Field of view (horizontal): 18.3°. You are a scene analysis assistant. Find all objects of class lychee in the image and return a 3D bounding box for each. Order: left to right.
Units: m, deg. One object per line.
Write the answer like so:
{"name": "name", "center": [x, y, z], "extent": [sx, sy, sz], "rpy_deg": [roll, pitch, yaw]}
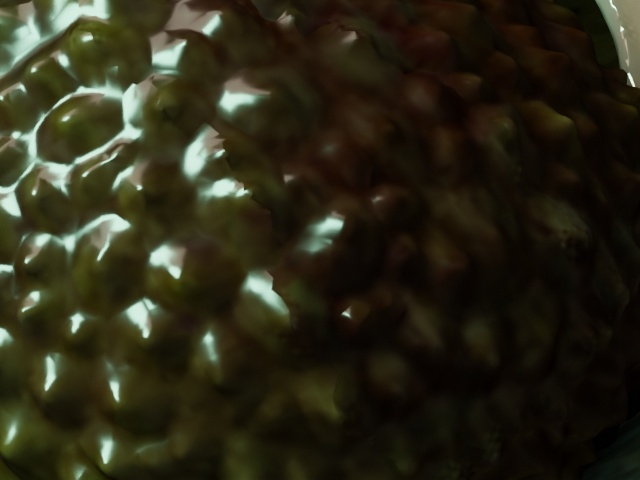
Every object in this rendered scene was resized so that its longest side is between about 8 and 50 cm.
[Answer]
{"name": "lychee", "center": [-0.029, -0.001, 0.638], "extent": [0.267, 0.267, 0.267], "rpy_deg": [-33, 8, 5]}

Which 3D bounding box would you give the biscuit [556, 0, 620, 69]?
{"name": "biscuit", "center": [0.212, -0.189, 0.955], "extent": [0.359, 0.046, 0.359], "rpy_deg": [-19, -27, -10]}

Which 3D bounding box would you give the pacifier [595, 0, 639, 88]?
{"name": "pacifier", "center": [0.176, -0.142, 0.715], "extent": [0.220, 0.332, 0.273], "rpy_deg": [-15, -37, -32]}
